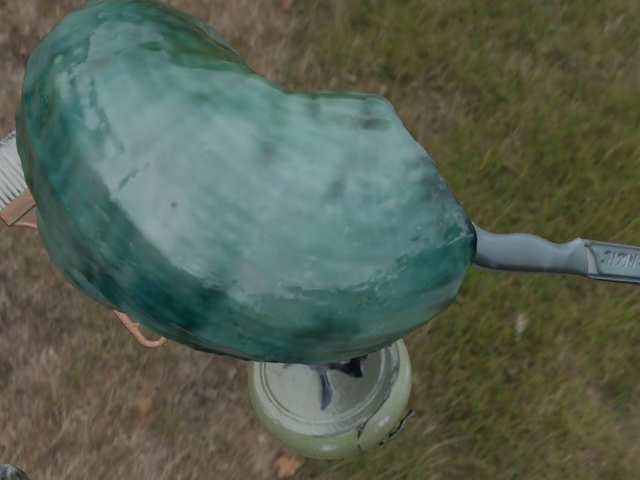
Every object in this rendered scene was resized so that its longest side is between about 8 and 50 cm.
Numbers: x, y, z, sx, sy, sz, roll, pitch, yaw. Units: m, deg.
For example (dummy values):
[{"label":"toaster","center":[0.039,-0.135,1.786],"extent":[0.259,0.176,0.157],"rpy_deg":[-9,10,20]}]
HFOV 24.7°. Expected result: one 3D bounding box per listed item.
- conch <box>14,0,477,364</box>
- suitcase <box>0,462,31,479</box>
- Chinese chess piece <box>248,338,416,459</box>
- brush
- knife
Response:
[{"label":"conch","center":[-0.055,-0.018,0.648],"extent":[0.134,0.202,0.196],"rpy_deg":[-38,105,-17]},{"label":"suitcase","center":[-0.171,0.237,0.646],"extent":[0.128,0.312,0.202],"rpy_deg":[-9,104,-9]},{"label":"Chinese chess piece","center":[0.016,0.190,2.027],"extent":[0.237,0.092,0.238],"rpy_deg":[-5,60,9]},{"label":"brush","center":[-0.289,0.009,1.744],"extent":[0.090,0.017,0.314],"rpy_deg":[-43,94,-12]},{"label":"knife","center":[0.157,0.011,0.893],"extent":[0.210,0.015,0.028],"rpy_deg":[6,81,-39]}]
